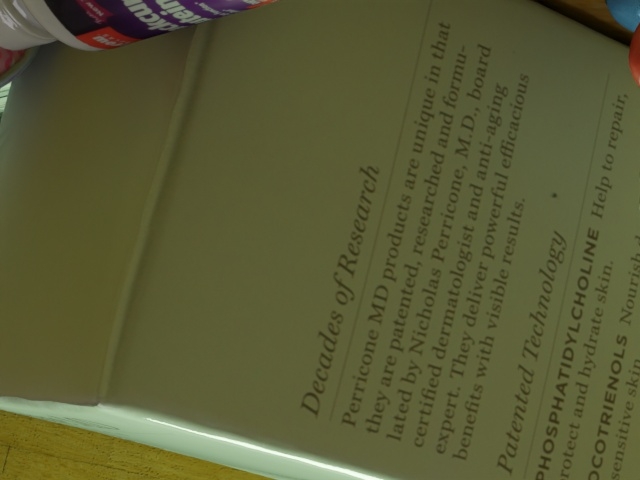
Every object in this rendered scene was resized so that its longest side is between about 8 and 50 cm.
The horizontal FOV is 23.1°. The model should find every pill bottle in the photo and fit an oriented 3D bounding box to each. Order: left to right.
[{"bbox_3d":[-0.097,-0.160,0.827,0.193,0.108,0.108,-11,158,31],"label":"pill bottle"}]

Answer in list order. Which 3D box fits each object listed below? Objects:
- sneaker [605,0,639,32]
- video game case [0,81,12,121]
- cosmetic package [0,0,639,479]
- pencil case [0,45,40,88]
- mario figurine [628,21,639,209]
[{"bbox_3d":[0.261,-0.106,0.885,0.209,0.082,0.069,12,172,13],"label":"sneaker"},{"bbox_3d":[-0.270,-0.125,1.394,0.190,0.022,0.173,-7,173,37],"label":"video game case"},{"bbox_3d":[0.000,0.000,1.077,0.393,0.327,0.329,19,168,-28],"label":"cosmetic package"},{"bbox_3d":[-0.281,-0.148,1.125,0.113,0.124,0.273,54,161,-14],"label":"pencil case"},{"bbox_3d":[0.248,0.006,0.626,0.320,0.170,0.198,30,128,-18],"label":"mario figurine"}]
